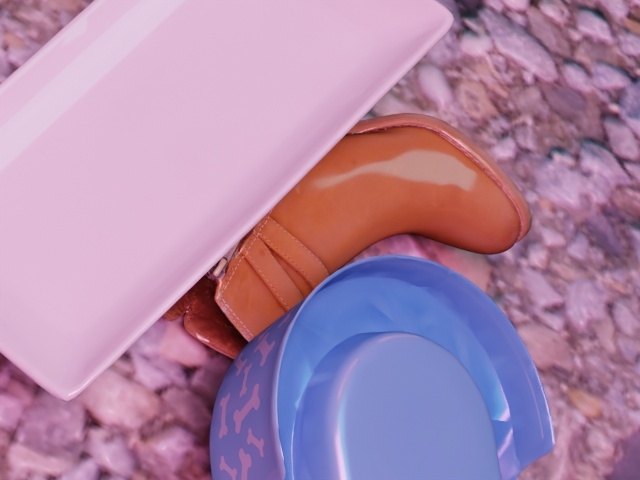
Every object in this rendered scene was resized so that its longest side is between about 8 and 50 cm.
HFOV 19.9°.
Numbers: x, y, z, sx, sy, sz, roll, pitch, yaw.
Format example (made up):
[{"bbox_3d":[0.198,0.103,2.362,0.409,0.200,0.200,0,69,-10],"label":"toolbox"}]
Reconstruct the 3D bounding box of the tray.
[{"bbox_3d":[-0.074,-0.052,0.865,0.145,0.030,0.270,36,67,19],"label":"tray"}]

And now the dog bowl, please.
[{"bbox_3d":[0.034,0.158,0.824,0.166,0.074,0.297,0,77,-40],"label":"dog bowl"}]

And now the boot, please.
[{"bbox_3d":[0.000,0.000,0.912,0.197,0.073,0.152,25,56,-4],"label":"boot"}]
